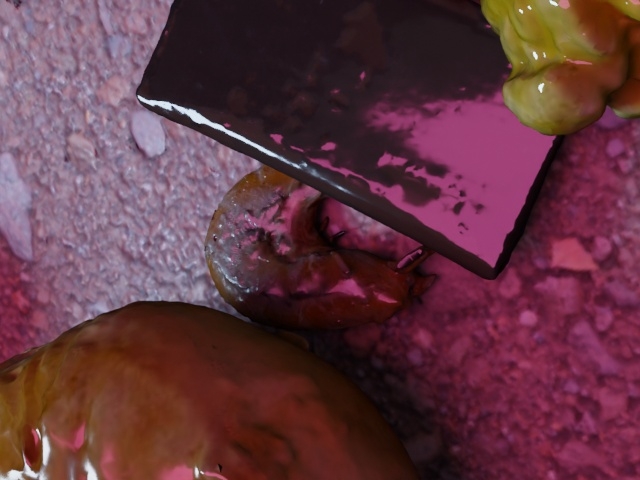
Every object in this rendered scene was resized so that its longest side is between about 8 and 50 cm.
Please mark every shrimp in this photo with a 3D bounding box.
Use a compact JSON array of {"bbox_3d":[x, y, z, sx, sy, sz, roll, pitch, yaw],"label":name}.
[{"bbox_3d":[-0.002,0.001,1.032,0.187,0.051,0.133,4,99,23],"label":"shrimp"}]

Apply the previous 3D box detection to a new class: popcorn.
[{"bbox_3d":[0.160,-0.195,0.821,0.234,0.242,0.250,8,115,18],"label":"popcorn"}]

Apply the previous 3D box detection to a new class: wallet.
[{"bbox_3d":[0.023,-0.109,0.996,0.309,0.042,0.165,27,96,23],"label":"wallet"}]

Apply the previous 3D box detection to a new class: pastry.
[{"bbox_3d":[-0.099,0.234,1.010,0.409,0.245,0.410,3,97,29],"label":"pastry"}]
